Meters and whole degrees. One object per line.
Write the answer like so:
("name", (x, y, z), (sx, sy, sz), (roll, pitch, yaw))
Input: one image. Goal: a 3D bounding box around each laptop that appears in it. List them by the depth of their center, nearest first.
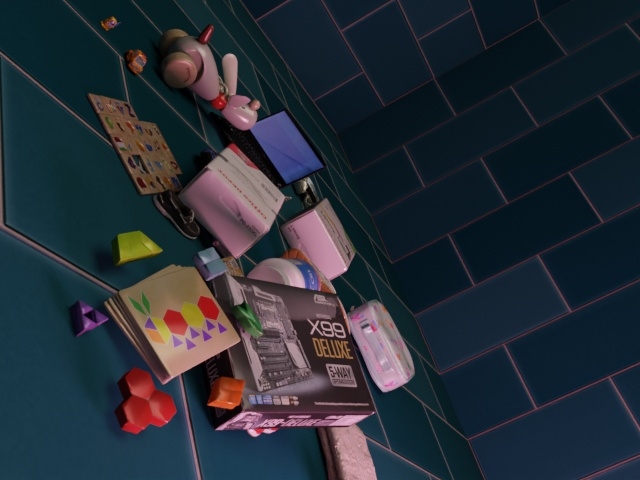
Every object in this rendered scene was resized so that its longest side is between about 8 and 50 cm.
("laptop", (-0.139, -0.274, 1.935), (0.234, 0.137, 0.264), (56, 15, 18))

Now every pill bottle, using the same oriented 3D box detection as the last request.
("pill bottle", (-0.083, 0.098, 1.478), (0.124, 0.124, 0.221), (63, 12, 7))

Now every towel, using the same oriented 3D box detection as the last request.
("towel", (0.064, 0.469, 1.440), (0.187, 0.049, 0.282), (51, 15, -43))

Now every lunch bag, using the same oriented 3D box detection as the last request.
("lunch bag", (0.177, 0.315, 2.135), (0.279, 0.108, 0.224), (63, 15, 8))

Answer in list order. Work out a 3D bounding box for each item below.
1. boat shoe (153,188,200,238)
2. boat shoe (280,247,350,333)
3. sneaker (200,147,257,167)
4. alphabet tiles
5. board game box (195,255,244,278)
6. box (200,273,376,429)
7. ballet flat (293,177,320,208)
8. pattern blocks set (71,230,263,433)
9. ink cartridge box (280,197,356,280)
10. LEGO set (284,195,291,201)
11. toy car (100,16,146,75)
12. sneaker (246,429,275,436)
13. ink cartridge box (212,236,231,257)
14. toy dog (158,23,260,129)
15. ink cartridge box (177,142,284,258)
("boat shoe", (-0.255, -0.049, 1.289), (0.125, 0.038, 0.046), (51, 16, -40))
("boat shoe", (-0.002, 0.140, 1.790), (0.277, 0.098, 0.096), (62, 12, 5))
("sneaker", (-0.211, -0.174, 1.648), (0.083, 0.087, 0.221), (64, 12, 15))
("alphabet tiles", (-0.334, -0.176, 1.322), (0.198, 0.009, 0.237), (62, 11, 0))
("board game box", (-0.156, 0.127, 1.288), (0.193, 0.045, 0.147), (62, 12, 3))
("box", (-0.064, 0.191, 1.184), (0.308, 0.076, 0.242), (15, 48, -44))
("ballet flat", (-0.047, -0.157, 2.382), (0.188, 0.070, 0.070), (57, 12, -8))
("pattern blocks set", (-0.203, 0.112, 0.976), (0.325, 0.026, 0.285), (-6, 62, -59))
("ink cartridge box", (0.000, 0.000, 2.073), (0.201, 0.117, 0.278), (61, 12, -5))
("LEGO set", (-0.155, -0.164, 1.948), (0.182, 0.060, 0.244), (63, 10, -13))
("toy car", (-0.406, -0.407, 1.462), (0.122, 0.041, 0.060), (54, 14, -34))
("sneaker", (-0.081, 0.295, 1.170), (0.042, 0.067, 0.118), (66, 12, 19))
("ink cartridge box", (-0.198, 0.001, 1.441), (0.048, 0.028, 0.083), (53, 14, -32))
("toy dog", (-0.257, -0.422, 1.755), (0.334, 0.161, 0.220), (17, 41, -62))
("ink cartridge box", (-0.177, -0.088, 1.442), (0.172, 0.100, 0.237), (46, 16, -10))
